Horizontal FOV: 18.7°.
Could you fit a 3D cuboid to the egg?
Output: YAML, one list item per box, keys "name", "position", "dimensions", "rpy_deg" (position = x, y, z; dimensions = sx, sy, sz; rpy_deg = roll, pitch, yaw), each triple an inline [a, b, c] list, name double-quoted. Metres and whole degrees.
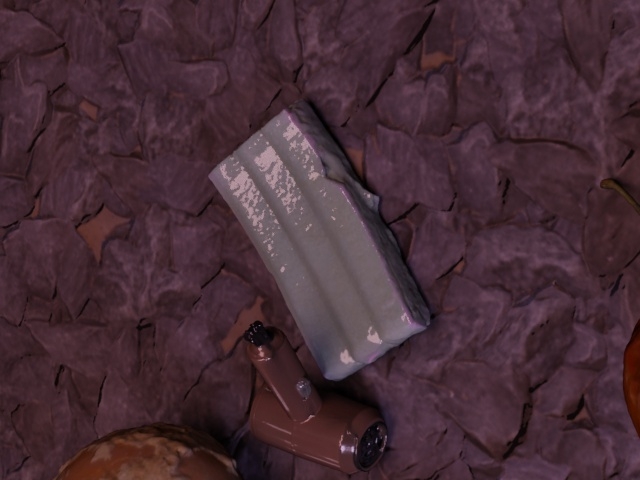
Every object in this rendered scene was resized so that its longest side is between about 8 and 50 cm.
- name: "egg"
  position: [-0.162, 0.269, 1.745]
  dimensions: [0.195, 0.195, 0.233]
  rpy_deg: [43, 113, 26]

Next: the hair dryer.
- name: "hair dryer"
  position: [-0.021, 0.127, 1.650]
  dimensions: [0.117, 0.181, 0.064]
  rpy_deg: [16, 62, 34]

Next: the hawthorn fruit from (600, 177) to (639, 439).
- name: "hawthorn fruit"
  position: [0.284, 0.052, 1.446]
  dimensions: [0.165, 0.165, 0.285]
  rpy_deg: [-35, 57, 33]

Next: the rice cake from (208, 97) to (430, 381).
- name: "rice cake"
  position: [0.000, 0.000, 1.692]
  dimensions: [0.127, 0.043, 0.237]
  rpy_deg: [-38, 73, 33]
